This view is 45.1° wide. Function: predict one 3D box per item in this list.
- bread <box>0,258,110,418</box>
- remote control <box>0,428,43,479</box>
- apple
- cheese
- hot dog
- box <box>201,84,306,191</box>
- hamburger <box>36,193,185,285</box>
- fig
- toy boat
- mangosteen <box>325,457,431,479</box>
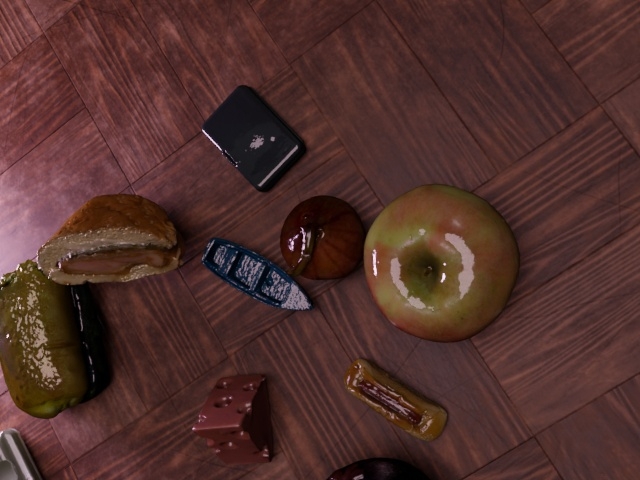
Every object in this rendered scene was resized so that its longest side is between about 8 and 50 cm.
[{"bbox_3d":[-0.663,0.235,1.858,0.251,0.208,0.377,-18,84,19],"label":"bread"},{"bbox_3d":[-0.741,0.638,1.908,0.128,0.065,0.335,-36,76,13],"label":"remote control"},{"bbox_3d":[0.246,0.045,1.562,0.319,0.277,0.319,0,90,26],"label":"apple"},{"bbox_3d":[-0.175,0.425,1.718,0.128,0.203,0.177,-10,111,14],"label":"cheese"},{"bbox_3d":[0.156,0.344,1.662,0.242,0.073,0.084,32,100,17],"label":"hot dog"},{"bbox_3d":[-0.158,-0.242,1.818,0.160,0.050,0.230,-45,75,8],"label":"box"},{"bbox_3d":[-0.484,-0.019,1.816,0.329,0.209,0.162,-10,127,6],"label":"hamburger"},{"bbox_3d":[0.001,-0.001,1.678,0.205,0.205,0.205,-2,85,17],"label":"fig"},{"bbox_3d":[-0.135,0.086,1.777,0.299,0.061,0.096,28,93,18],"label":"toy boat"},{"bbox_3d":[0.123,0.611,1.551,0.306,0.307,0.347,-23,108,14],"label":"mangosteen"}]
